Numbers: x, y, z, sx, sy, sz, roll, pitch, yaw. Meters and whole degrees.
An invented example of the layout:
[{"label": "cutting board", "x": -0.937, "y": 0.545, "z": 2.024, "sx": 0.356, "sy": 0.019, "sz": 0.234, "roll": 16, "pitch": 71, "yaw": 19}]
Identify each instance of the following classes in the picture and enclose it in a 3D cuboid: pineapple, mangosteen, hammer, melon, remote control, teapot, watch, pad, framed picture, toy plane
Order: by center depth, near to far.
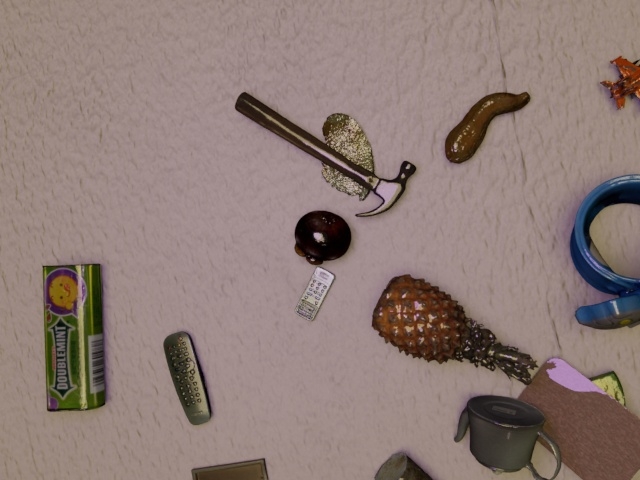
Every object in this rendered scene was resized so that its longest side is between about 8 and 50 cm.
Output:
[{"label": "watch", "x": 0.625, "y": 0.030, "z": 1.315, "sx": 0.305, "sy": 0.241, "sz": 0.275, "roll": -28, "pitch": 68, "yaw": 4}, {"label": "pad", "x": 0.553, "y": 0.392, "z": 1.347, "sx": 0.266, "sy": 0.002, "sz": 0.176, "roll": 40, "pitch": 101, "yaw": 30}, {"label": "teapot", "x": 0.393, "y": 0.432, "z": 1.351, "sx": 0.239, "sy": 0.162, "sz": 0.149, "roll": 13, "pitch": 100, "yaw": 39}, {"label": "pineapple", "x": 0.288, "y": 0.209, "z": 1.367, "sx": 0.361, "sy": 0.175, "sz": 0.175, "roll": 28, "pitch": 92, "yaw": 8}, {"label": "melon", "x": 0.596, "y": 0.382, "z": 1.375, "sx": 0.117, "sy": 0.064, "sz": 0.210, "roll": 11, "pitch": 88, "yaw": 14}, {"label": "toy plane", "x": 0.709, "y": -0.360, "z": 1.386, "sx": 0.188, "sy": 0.062, "sz": 0.135, "roll": -31, "pitch": 85, "yaw": -8}, {"label": "mangosteen", "x": 0.000, "y": 0.000, "z": 1.441, "sx": 0.139, "sy": 0.140, "sz": 0.140, "roll": 0, "pitch": 88, "yaw": 7}, {"label": "hammer", "x": -0.005, "y": -0.211, "z": 1.456, "sx": 0.439, "sy": 0.044, "sz": 0.168, "roll": 33, "pitch": 95, "yaw": 7}, {"label": "remote control", "x": -0.013, "y": 0.125, "z": 1.481, "sx": 0.053, "sy": 0.018, "sz": 0.125, "roll": 28, "pitch": 92, "yaw": 8}, {"label": "framed picture", "x": -0.197, "y": 0.648, "z": 1.492, "sx": 0.184, "sy": 0.016, "sz": 0.250, "roll": -12, "pitch": 87, "yaw": 7}, {"label": "remote control", "x": -0.312, "y": 0.325, "z": 1.503, "sx": 0.072, "sy": 0.042, "sz": 0.222, "roll": -19, "pitch": 85, "yaw": 6}]

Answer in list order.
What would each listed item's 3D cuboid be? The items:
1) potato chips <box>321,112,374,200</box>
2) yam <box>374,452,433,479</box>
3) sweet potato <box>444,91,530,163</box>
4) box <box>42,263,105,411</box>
[{"label": "potato chips", "x": 0.057, "y": -0.191, "z": 1.479, "sx": 0.142, "sy": 0.026, "sz": 0.209, "roll": -37, "pitch": 86, "yaw": 6}, {"label": "yam", "x": 0.214, "y": 0.561, "z": 1.400, "sx": 0.183, "sy": 0.107, "sz": 0.107, "roll": 42, "pitch": 94, "yaw": 5}, {"label": "sweet potato", "x": 0.362, "y": -0.266, "z": 1.424, "sx": 0.233, "sy": 0.062, "sz": 0.081, "roll": -43, "pitch": 99, "yaw": 1}, {"label": "box", "x": -0.589, "y": 0.230, "z": 1.514, "sx": 0.134, "sy": 0.097, "sz": 0.346, "roll": -2, "pitch": 88, "yaw": 7}]
